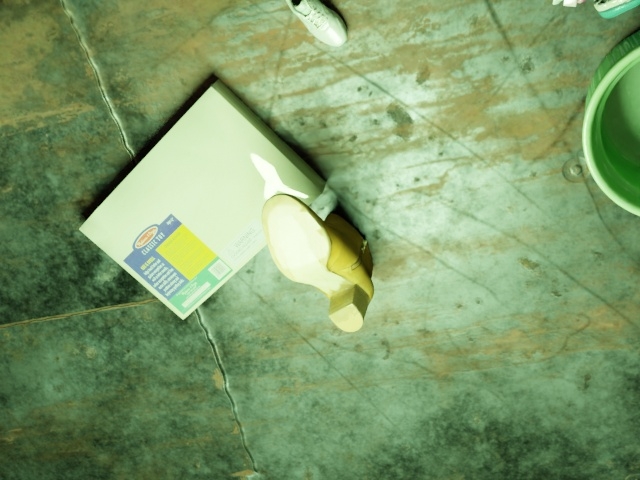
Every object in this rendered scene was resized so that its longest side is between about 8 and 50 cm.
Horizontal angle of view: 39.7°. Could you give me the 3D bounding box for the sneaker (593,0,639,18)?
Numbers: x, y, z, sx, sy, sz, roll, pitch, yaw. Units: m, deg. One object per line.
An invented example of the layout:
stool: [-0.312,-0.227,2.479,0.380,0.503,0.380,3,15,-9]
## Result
sneaker: [0.549,-0.376,1.314,0.275,0.107,0.110,-14,119,16]

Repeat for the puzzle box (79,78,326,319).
puzzle box: [-0.224,-0.064,1.637,0.272,0.052,0.409,43,116,-12]

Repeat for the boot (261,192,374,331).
boot: [0.001,0.000,1.536,0.104,0.211,0.295,-24,116,19]

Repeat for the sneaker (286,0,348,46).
sneaker: [-0.017,-0.371,1.443,0.054,0.061,0.152,-40,105,23]

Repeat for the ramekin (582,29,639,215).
ramekin: [0.557,-0.193,1.375,0.304,0.148,0.303,4,117,9]

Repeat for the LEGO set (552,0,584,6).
LEGO set: [0.391,-0.486,1.270,0.107,0.132,0.287,1,139,4]
